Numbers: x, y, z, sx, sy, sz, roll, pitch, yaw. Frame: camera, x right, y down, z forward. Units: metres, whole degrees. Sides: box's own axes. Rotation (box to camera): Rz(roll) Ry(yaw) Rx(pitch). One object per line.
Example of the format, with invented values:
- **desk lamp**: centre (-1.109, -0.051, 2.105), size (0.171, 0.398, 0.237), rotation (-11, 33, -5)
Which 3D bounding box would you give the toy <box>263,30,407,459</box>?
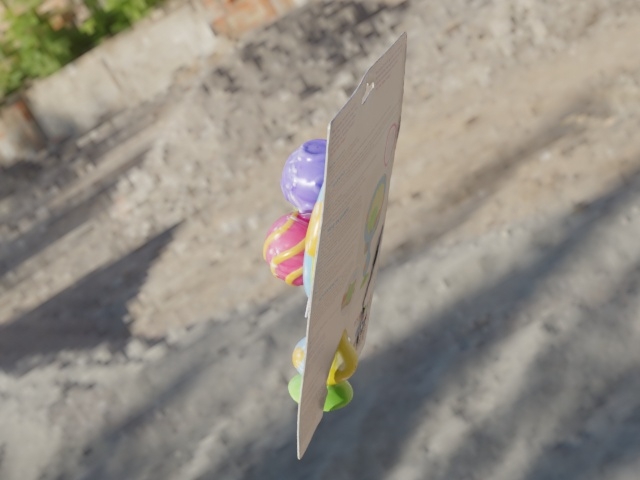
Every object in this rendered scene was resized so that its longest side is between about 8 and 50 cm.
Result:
- **toy**: centre (0.000, 0.000, 1.039), size (0.056, 0.237, 0.137), rotation (12, 33, 16)
